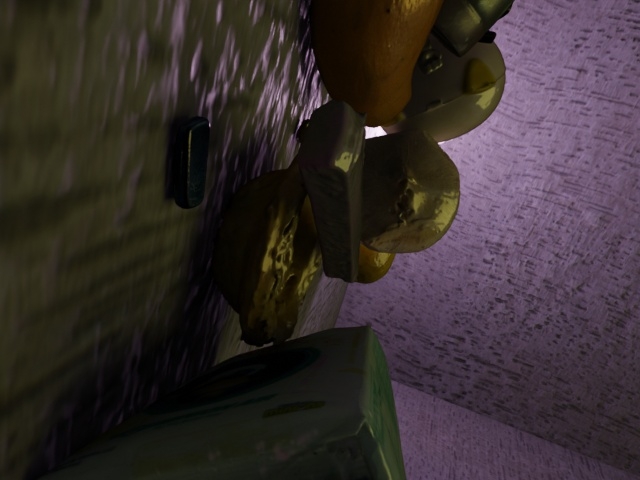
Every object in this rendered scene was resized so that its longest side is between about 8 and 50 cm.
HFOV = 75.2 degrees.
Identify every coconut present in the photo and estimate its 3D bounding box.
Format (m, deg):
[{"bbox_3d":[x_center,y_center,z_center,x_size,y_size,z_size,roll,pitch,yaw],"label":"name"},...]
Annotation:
[{"bbox_3d":[0.201,-0.127,1.133,0.360,0.346,0.346,29,80,-75],"label":"coconut"}]

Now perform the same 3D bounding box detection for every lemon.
[{"bbox_3d":[0.171,0.017,1.579,0.245,0.245,0.320,91,18,-63],"label":"lemon"}]

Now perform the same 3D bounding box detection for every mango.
[{"bbox_3d":[0.076,-0.306,0.576,0.359,0.187,0.144,98,-31,-52],"label":"mango"}]

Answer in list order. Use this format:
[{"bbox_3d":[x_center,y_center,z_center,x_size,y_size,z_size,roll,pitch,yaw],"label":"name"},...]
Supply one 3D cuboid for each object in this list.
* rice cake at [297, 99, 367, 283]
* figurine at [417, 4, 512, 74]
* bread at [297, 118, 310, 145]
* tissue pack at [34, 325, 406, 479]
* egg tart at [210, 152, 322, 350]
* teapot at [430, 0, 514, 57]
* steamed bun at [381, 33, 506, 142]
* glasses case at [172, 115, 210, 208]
[{"bbox_3d":[0.022,-0.028,0.499,0.365,0.056,0.072,79,23,-68],"label":"rice cake"},{"bbox_3d":[0.274,-0.540,0.933,0.143,0.308,0.308,-66,171,-56],"label":"figurine"},{"bbox_3d":[-0.017,-0.184,0.710,0.088,0.034,0.049,-60,152,-67],"label":"bread"},{"bbox_3d":[-0.055,0.222,0.476,0.388,0.287,0.162,20,55,-82],"label":"tissue pack"},{"bbox_3d":[-0.060,0.001,0.571,0.288,0.118,0.288,20,90,-79],"label":"egg tart"},{"bbox_3d":[0.255,-0.552,0.721,0.312,0.315,0.233,-45,-163,24],"label":"teapot"},{"bbox_3d":[0.330,-0.435,1.195,0.334,0.374,0.334,41,40,-45],"label":"steamed bun"},{"bbox_3d":[-0.119,-0.069,0.372,0.033,0.023,0.083,-46,152,-58],"label":"glasses case"}]
